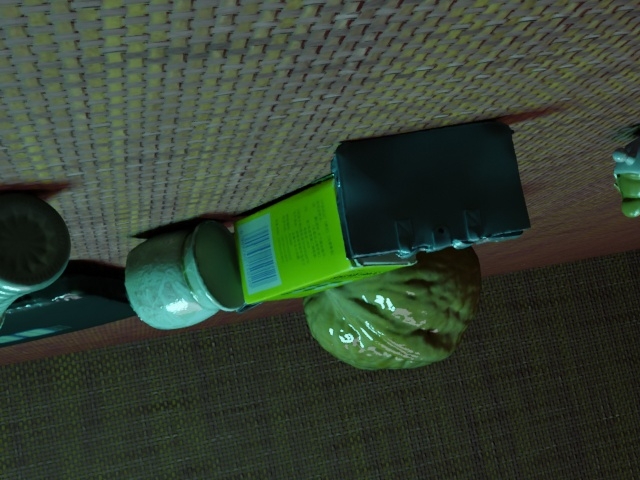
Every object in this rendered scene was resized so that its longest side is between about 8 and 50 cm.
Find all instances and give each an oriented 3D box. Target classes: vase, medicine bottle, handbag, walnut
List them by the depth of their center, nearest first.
[{"bbox_3d":[-0.401,0.042,1.064,0.143,0.143,0.299,-5,167,-38],"label":"vase"},{"bbox_3d":[0.129,-0.056,1.067,0.221,0.144,0.057,-9,170,-10],"label":"handbag"},{"bbox_3d":[0.000,0.000,1.301,0.137,0.141,0.250,0,166,-43],"label":"medicine bottle"},{"bbox_3d":[-0.199,0.052,1.354,0.143,0.147,0.147,-19,170,24],"label":"medicine bottle"},{"bbox_3d":[0.121,0.085,1.566,0.333,0.333,0.333,-11,172,-2],"label":"walnut"}]

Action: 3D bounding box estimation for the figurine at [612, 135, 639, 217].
[{"bbox_3d":[0.560,-0.122,1.311,0.274,0.133,0.194,-18,-165,4],"label":"figurine"}]

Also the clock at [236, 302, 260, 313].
[{"bbox_3d":[-0.122,0.094,1.874,0.155,0.063,0.229,-32,170,-3],"label":"clock"}]

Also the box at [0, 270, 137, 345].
[{"bbox_3d":[-0.522,0.125,1.612,0.350,0.091,0.359,-13,171,7],"label":"box"}]
